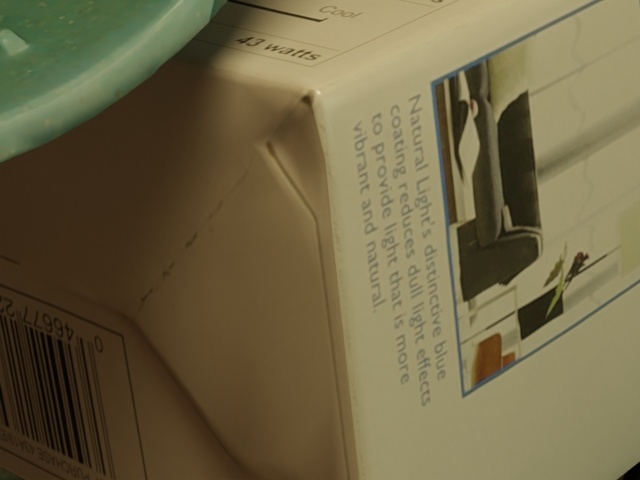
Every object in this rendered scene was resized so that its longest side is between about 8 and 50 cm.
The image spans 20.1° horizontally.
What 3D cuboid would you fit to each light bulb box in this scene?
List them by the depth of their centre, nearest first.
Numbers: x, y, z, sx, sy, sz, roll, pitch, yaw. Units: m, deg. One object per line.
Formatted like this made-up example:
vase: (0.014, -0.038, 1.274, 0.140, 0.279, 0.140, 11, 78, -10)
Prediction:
light bulb box: (0.009, -0.057, 0.797, 0.361, 0.358, 0.225, -28, 124, -38)

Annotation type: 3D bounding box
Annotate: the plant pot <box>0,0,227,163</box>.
plant pot: (-0.216, -0.209, 0.522, 0.341, 0.334, 0.341, -16, 113, -44)

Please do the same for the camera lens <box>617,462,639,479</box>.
camera lens: (0.195, 0.120, 1.158, 0.274, 0.219, 0.219, 9, 95, -48)
